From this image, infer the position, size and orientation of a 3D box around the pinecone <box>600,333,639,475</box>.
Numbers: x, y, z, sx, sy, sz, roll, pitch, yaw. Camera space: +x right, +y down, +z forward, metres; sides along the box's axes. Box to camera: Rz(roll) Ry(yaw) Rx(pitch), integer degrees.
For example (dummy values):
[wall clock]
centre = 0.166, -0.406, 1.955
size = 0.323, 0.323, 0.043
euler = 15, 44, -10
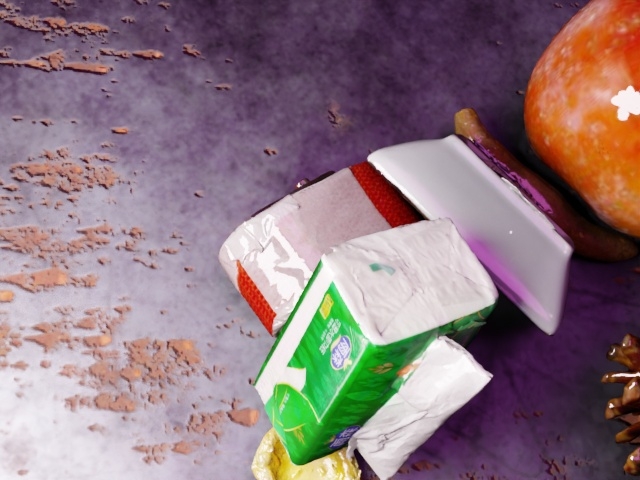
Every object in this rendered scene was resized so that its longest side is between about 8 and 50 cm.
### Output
[pinecone]
centre = 0.394, 0.162, 1.063
size = 0.264, 0.264, 0.264
euler = 4, 70, -11

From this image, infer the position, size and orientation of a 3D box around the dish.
[dish]
centre = 0.169, -0.026, 1.101
size = 0.243, 0.182, 0.080
euler = 44, 103, 5

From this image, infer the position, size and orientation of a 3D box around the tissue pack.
[tissue pack]
centre = 0.057, 0.111, 0.986
size = 0.148, 0.209, 0.156
euler = -13, 59, -33

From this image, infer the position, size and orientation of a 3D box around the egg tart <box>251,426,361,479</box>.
[egg tart]
centre = -0.014, 0.218, 1.051
size = 0.105, 0.039, 0.105
euler = 4, 70, -11

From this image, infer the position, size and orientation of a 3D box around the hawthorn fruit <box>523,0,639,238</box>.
[hawthorn fruit]
centre = 0.351, -0.130, 1.150
size = 0.285, 0.284, 0.284
euler = 4, 70, -11

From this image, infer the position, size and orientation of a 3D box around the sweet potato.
[sweet potato]
centre = 0.234, -0.042, 1.195
size = 0.255, 0.058, 0.078
euler = 37, 46, -2

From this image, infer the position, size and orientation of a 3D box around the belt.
[belt]
centre = 0.000, 0.000, 1.085
size = 0.201, 0.128, 0.124
euler = -29, 78, -29
